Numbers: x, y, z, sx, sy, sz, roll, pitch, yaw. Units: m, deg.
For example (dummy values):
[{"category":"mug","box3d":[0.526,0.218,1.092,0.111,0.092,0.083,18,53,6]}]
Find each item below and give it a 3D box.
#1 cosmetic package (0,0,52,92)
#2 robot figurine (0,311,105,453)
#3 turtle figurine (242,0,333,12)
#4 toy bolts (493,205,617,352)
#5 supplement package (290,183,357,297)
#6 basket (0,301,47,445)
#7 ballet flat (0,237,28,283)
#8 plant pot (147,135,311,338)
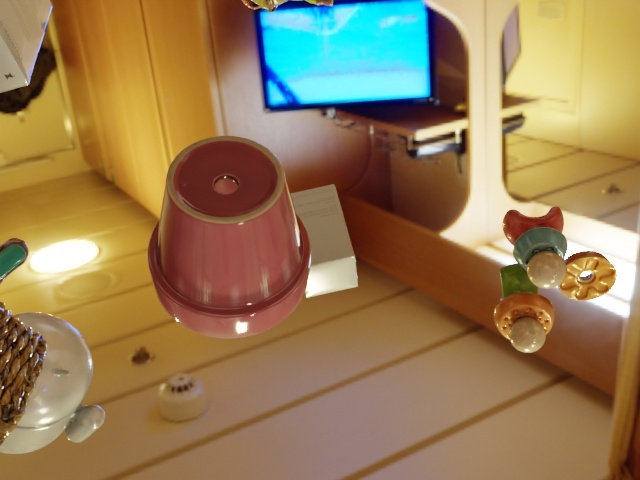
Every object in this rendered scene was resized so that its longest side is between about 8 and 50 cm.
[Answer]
[{"category":"cosmetic package","box3d":[-0.545,-0.449,1.135,0.098,0.377,0.284,-16,-138,2]},{"category":"robot figurine","box3d":[-0.520,0.254,1.340,0.300,0.353,0.199,32,-129,-7]},{"category":"turtle figurine","box3d":[-0.089,-0.499,1.482,0.218,0.087,0.269,3,169,7]},{"category":"toy bolts","box3d":[0.393,0.070,1.260,0.218,0.228,0.158,-8,-144,10]},{"category":"supplement package","box3d":[0.000,0.000,1.441,0.105,0.105,0.179,-12,-127,-2]},{"category":"basket","box3d":[-0.461,0.135,0.854,0.213,0.223,0.299,-48,-160,-6]},{"category":"ballet flat","box3d":[-0.725,0.075,1.635,0.221,0.077,0.079,-42,-157,-10]},{"category":"plant pot","box3d":[-0.107,-0.015,0.890,0.202,0.180,0.201,2,-128,-3]}]
